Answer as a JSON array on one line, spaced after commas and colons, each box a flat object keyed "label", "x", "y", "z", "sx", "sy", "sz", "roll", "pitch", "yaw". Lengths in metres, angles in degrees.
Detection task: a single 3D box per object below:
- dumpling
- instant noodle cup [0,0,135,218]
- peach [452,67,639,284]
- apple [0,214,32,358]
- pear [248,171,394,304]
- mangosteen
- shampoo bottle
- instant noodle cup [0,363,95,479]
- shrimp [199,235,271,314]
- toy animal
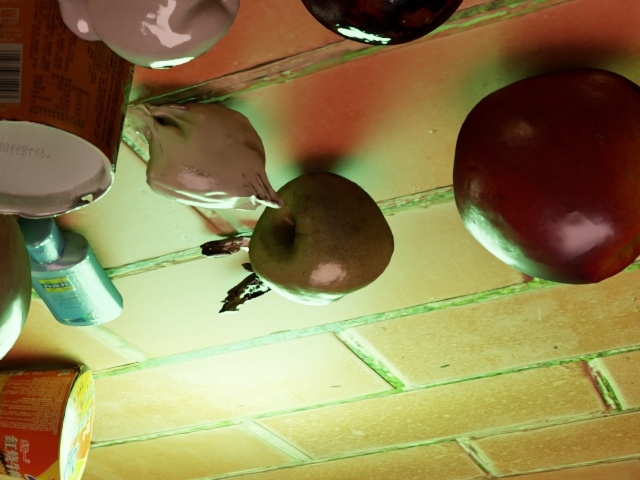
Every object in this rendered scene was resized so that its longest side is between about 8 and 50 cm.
[{"label": "dumpling", "x": -0.131, "y": -0.087, "z": 1.272, "sx": 0.199, "sy": 0.118, "sz": 0.136, "roll": 36, "pitch": 157, "yaw": -11}, {"label": "instant noodle cup", "x": -0.274, "y": -0.140, "z": 1.072, "sx": 0.230, "sy": 0.182, "sz": 0.230, "roll": -3, "pitch": 153, "yaw": -2}, {"label": "peach", "x": 0.255, "y": -0.076, "z": 1.214, "sx": 0.243, "sy": 0.243, "sz": 0.199, "roll": -11, "pitch": 170, "yaw": 15}, {"label": "apple", "x": -0.474, "y": 0.036, "z": 1.337, "sx": 0.306, "sy": 0.235, "sz": 0.305, "roll": -4, "pitch": 150, "yaw": -2}, {"label": "pear", "x": 0.000, "y": 0.000, "z": 1.391, "sx": 0.167, "sy": 0.167, "sz": 0.137, "roll": -24, "pitch": 158, "yaw": 35}, {"label": "mangosteen", "x": 0.067, "y": -0.250, "z": 0.931, "sx": 0.200, "sy": 0.199, "sz": 0.200, "roll": -2, "pitch": 153, "yaw": -1}, {"label": "shampoo bottle", "x": -0.345, "y": 0.040, "z": 1.543, "sx": 0.104, "sy": 0.061, "sz": 0.258, "roll": -6, "pitch": 152, "yaw": 4}, {"label": "instant noodle cup", "x": -0.481, "y": 0.301, "z": 1.905, "sx": 0.174, "sy": 0.213, "sz": 0.213, "roll": 6, "pitch": 153, "yaw": 2}, {"label": "shrimp", "x": -0.118, "y": 0.043, "z": 1.594, "sx": 0.148, "sy": 0.035, "sz": 0.195, "roll": 18, "pitch": 139, "yaw": -39}, {"label": "toy animal", "x": -0.162, "y": -0.237, "z": 0.941, "sx": 0.179, "sy": 0.127, "sz": 0.193, "roll": -15, "pitch": 145, "yaw": 18}]
